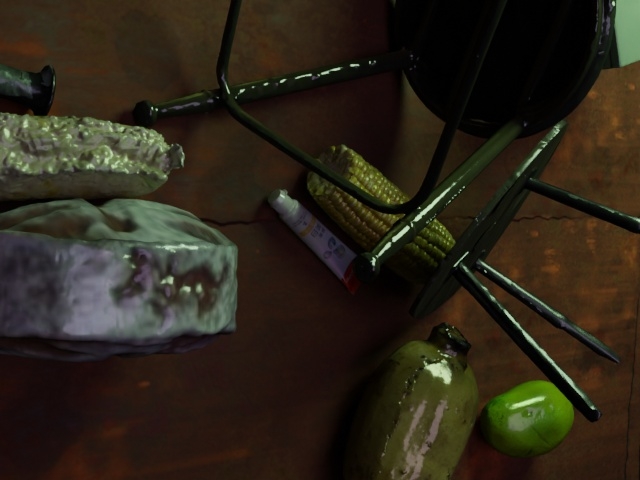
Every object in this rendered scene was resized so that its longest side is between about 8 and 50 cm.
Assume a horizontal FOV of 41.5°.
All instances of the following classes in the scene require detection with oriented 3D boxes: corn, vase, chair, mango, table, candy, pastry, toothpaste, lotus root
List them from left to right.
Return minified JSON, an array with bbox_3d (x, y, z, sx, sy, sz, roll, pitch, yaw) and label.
[{"bbox_3d":[-0.343,-0.165,0.812,0.167,0.059,0.059,14,87,-36],"label":"vase"},{"bbox_3d":[-0.278,-0.077,0.843,0.258,0.121,0.089,-1,70,-29],"label":"pastry"},{"bbox_3d":[-0.215,0.036,0.829,0.289,0.214,0.157,4,89,-38],"label":"candy"},{"bbox_3d":[0.000,0.000,1.093,0.190,0.031,0.048,44,67,-33],"label":"toothpaste"},{"bbox_3d":[0.084,-0.026,1.109,0.244,0.093,0.093,37,74,-31],"label":"corn"},{"bbox_3d":[0.095,-0.242,0.918,0.410,0.362,0.364,-18,134,-46],"label":"chair"},{"bbox_3d":[0.125,0.246,1.139,0.160,0.146,0.284,29,84,-54],"label":"lotus root"},{"bbox_3d":[0.322,0.283,1.323,0.163,0.089,0.117,-14,111,-21],"label":"mango"},{"bbox_3d":[0.296,0.071,1.071,0.249,0.317,0.317,38,71,15],"label":"table"}]

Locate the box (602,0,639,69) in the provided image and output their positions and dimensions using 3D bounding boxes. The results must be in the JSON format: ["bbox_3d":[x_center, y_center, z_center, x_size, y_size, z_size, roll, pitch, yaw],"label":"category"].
[{"bbox_3d":[0.392,-0.321,1.218,0.225,0.225,0.117,-23,108,-32],"label":"box"}]
